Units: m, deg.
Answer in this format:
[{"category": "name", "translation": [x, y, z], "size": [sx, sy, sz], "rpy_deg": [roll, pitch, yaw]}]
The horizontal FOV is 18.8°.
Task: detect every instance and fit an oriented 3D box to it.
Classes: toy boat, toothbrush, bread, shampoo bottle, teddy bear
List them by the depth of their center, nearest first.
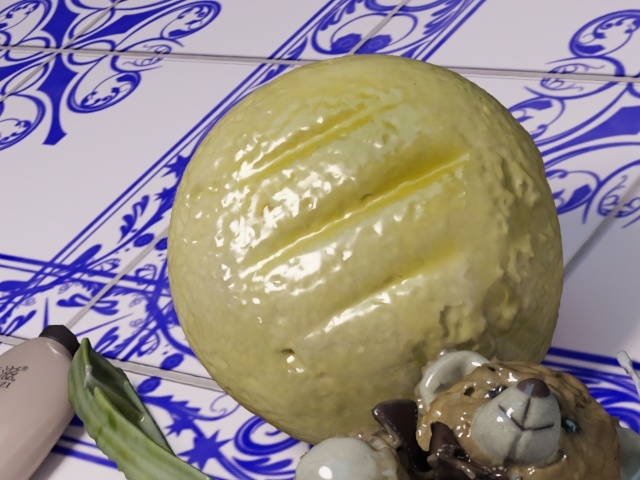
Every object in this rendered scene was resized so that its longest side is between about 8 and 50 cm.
[{"category": "teddy bear", "translation": [0.128, 0.181, 1.351], "size": [0.267, 0.156, 0.256], "rpy_deg": [28, 49, 7]}, {"category": "toothbrush", "translation": [0.255, 0.130, 1.472], "size": [0.014, 0.017, 0.162], "rpy_deg": [-29, 29, 4]}, {"category": "bread", "translation": [0.035, 0.007, 1.559], "size": [0.320, 0.237, 0.320], "rpy_deg": [-9, 58, 15]}, {"category": "toy boat", "translation": [-0.153, 0.169, 1.637], "size": [0.055, 0.093, 0.293], "rpy_deg": [-48, 33, -3]}, {"category": "shampoo bottle", "translation": [-0.290, 0.171, 1.742], "size": [0.127, 0.078, 0.257], "rpy_deg": [-6, 34, 31]}]
